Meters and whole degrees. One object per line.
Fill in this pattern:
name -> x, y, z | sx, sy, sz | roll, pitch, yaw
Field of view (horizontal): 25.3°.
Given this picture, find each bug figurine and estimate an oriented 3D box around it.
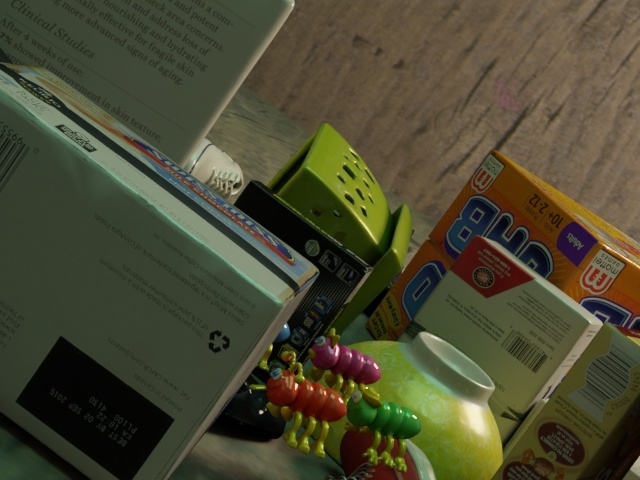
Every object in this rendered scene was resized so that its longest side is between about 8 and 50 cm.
bug figurine -> -0.006, 0.140, 1.502 | 0.216, 0.072, 0.279 | 25, 11, -27

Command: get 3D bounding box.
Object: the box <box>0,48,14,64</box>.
box -> -0.413, -0.137, 1.622 | 0.165, 0.143, 0.270 | 22, 17, -48

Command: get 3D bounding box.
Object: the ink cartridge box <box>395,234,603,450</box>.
ink cartridge box -> 0.217, 0.160, 1.935 | 0.197, 0.273, 0.114 | 39, 8, 19

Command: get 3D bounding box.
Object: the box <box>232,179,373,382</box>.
box -> -0.063, 0.055, 1.742 | 0.184, 0.191, 0.045 | 38, 10, 8

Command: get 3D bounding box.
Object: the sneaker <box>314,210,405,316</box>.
sneaker -> 0.036, 0.031, 2.388 | 0.283, 0.107, 0.124 | 36, 24, -9

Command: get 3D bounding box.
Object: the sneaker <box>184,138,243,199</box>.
sneaker -> -0.179, -0.114, 2.382 | 0.091, 0.094, 0.258 | 32, 9, 6

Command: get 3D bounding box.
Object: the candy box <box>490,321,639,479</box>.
candy box -> 0.297, 0.249, 1.657 | 0.087, 0.316, 0.183 | 40, 11, 28

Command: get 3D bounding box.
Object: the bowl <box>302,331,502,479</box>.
bowl -> 0.122, 0.206, 1.750 | 0.289, 0.156, 0.289 | 33, 11, -7

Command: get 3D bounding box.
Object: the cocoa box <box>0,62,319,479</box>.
cocoa box -> -0.211, 0.028, 1.280 | 0.347, 0.231, 0.228 | 36, 10, 3

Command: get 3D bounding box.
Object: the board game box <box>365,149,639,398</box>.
board game box -> 0.358, 0.142, 2.212 | 0.356, 0.356, 0.356 | 30, 12, -29

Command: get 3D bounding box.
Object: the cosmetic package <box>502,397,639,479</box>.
cosmetic package -> 0.339, 0.323, 1.920 | 0.183, 0.151, 0.151 | 39, 10, 19

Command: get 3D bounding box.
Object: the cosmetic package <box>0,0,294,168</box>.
cosmetic package -> -0.284, -0.274, 1.946 | 0.329, 0.394, 0.327 | 34, 11, -14

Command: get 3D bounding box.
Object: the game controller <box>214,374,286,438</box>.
game controller -> -0.162, 0.108, 1.602 | 0.319, 0.067, 0.166 | 43, -1, 35

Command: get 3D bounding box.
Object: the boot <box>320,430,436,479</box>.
boot -> 0.037, 0.252, 1.484 | 0.176, 0.088, 0.244 | 27, 17, -31

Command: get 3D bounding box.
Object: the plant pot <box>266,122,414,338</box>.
plant pot -> 0.000, 0.000, 2.042 | 0.207, 0.228, 0.227 | 39, 21, -7
